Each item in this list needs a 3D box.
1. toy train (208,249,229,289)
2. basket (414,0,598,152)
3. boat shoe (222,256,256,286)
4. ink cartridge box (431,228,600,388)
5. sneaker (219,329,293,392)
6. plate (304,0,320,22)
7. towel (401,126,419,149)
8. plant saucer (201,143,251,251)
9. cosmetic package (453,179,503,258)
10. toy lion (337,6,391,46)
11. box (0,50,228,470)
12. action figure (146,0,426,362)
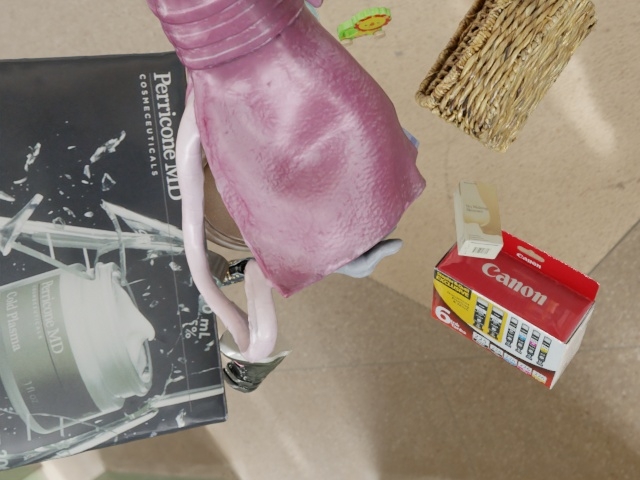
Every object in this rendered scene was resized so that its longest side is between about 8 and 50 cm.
[{"bbox_3d":[-0.280,0.156,1.599,0.142,0.334,0.190,23,120,-5],"label":"toy train"},{"bbox_3d":[0.285,-0.334,1.352,0.223,0.213,0.299,40,106,23],"label":"basket"},{"bbox_3d":[-0.221,0.075,1.930,0.083,0.183,0.065,115,141,-81],"label":"boat shoe"},{"bbox_3d":[0.395,0.126,1.662,0.309,0.130,0.272,31,152,25],"label":"ink cartridge box"},{"bbox_3d":[-0.169,0.272,1.743,0.104,0.295,0.147,43,99,18],"label":"sneaker"},{"bbox_3d":[-0.094,-0.508,1.806,0.188,0.188,0.024,44,145,14],"label":"plate"},{"bbox_3d":[0.100,-0.203,1.565,0.209,0.285,0.034,35,119,-4],"label":"towel"},{"bbox_3d":[-0.127,-0.100,1.523,0.310,0.050,0.311,-4,121,-6],"label":"plant saucer"},{"bbox_3d":[0.238,-0.033,1.202,0.060,0.115,0.041,5,147,-8],"label":"cosmetic package"},{"bbox_3d":[0.078,-0.386,1.420,0.100,0.096,0.034,-13,82,5],"label":"toy lion"},{"bbox_3d":[-0.406,0.026,1.031,0.297,0.471,0.480,-179,81,-67],"label":"box"},{"bbox_3d":[-0.068,-0.152,0.516,0.248,0.275,0.370,37,166,47],"label":"action figure"}]
